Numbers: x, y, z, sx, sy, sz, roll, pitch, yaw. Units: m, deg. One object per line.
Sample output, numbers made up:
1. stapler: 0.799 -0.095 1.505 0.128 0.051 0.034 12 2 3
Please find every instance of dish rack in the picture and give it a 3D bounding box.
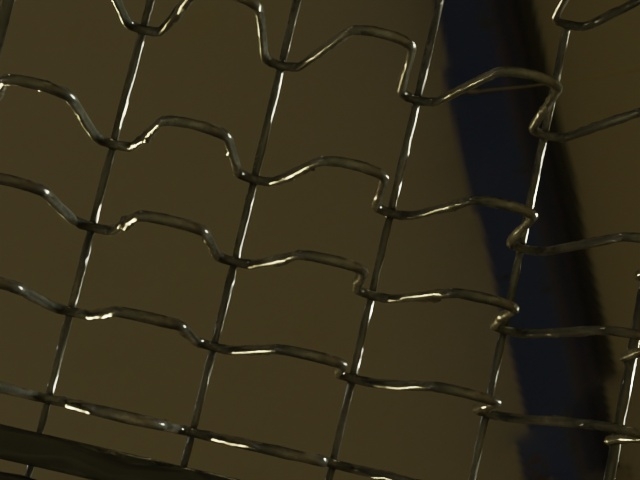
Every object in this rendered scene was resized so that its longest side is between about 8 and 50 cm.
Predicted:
1. dish rack: 0.000 0.000 0.386 0.208 0.074 0.271 14 -99 -6
